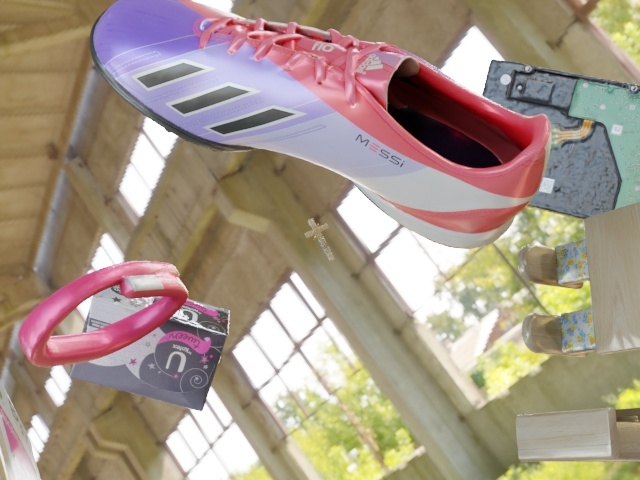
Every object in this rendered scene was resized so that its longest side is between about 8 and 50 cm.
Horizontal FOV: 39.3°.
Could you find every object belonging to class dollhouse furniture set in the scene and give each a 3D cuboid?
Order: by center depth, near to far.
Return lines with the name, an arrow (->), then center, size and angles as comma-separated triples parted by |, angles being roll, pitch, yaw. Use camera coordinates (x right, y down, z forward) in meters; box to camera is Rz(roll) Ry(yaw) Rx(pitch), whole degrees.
dollhouse furniture set -> 0.276, 0.085, 0.849 | 0.161, 0.242, 0.212 | 9, -18, -32

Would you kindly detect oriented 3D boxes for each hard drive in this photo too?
hard drive -> 0.424, -0.157, 1.504 | 0.064, 0.338, 0.237 | 9, -85, -69

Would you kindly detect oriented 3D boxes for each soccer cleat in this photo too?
soccer cleat -> -0.001, -0.101, 0.591 | 0.116, 0.318, 0.109 | 113, -178, -63

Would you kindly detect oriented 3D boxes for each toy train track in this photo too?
toy train track -> 0.000, 0.000, 1.587 | 0.048, 0.083, 0.014 | -25, -10, -25

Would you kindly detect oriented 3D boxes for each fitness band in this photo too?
fitness band -> -0.318, 0.110, 1.333 | 0.209, 0.054, 0.291 | -37, -15, 15

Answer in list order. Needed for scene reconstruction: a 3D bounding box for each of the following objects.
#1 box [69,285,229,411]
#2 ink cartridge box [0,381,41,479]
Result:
box -> -0.304, 0.183, 1.622 | 0.142, 0.247, 0.163 | -108, 36, -73
ink cartridge box -> -0.258, 0.198, 0.668 | 0.088, 0.193, 0.235 | -18, -33, -15
